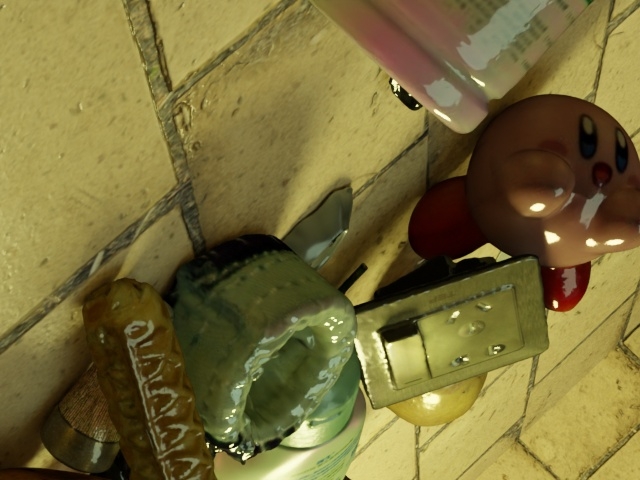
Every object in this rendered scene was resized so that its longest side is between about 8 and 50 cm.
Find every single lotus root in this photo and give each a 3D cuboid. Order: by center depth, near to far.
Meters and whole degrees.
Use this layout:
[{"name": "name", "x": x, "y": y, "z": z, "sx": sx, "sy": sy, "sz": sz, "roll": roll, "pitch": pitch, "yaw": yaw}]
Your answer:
[{"name": "lotus root", "x": 0.146, "y": 0.178, "z": 2.441, "sx": 0.183, "sy": 0.183, "sz": 0.310, "roll": -40, "pitch": 161, "yaw": -17}]

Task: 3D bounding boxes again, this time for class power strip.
[{"name": "power strip", "x": 0.157, "y": 0.101, "z": 2.201, "sx": 0.251, "sy": 0.092, "sz": 0.257, "roll": -23, "pitch": 148, "yaw": -4}]

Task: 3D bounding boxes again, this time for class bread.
[{"name": "bread", "x": -0.162, "y": 0.199, "z": 1.745, "sx": 0.077, "sy": 0.084, "sz": 0.367, "roll": -52, "pitch": 136, "yaw": -51}]

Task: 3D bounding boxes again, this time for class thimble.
[{"name": "thimble", "x": -0.078, "y": 0.110, "z": 1.853, "sx": 0.237, "sy": 0.150, "sz": 0.237, "roll": -41, "pitch": 152, "yaw": -28}]

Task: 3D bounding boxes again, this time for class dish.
[{"name": "dish", "x": 0.000, "y": 0.000, "z": 1.983, "sx": 0.137, "sy": 0.039, "sz": 0.091, "roll": -48, "pitch": 161, "yaw": 9}]

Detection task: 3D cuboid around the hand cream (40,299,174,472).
[{"name": "hand cream", "x": -0.214, "y": 0.141, "z": 1.781, "sx": 0.084, "sy": 0.084, "sz": 0.203, "roll": -8, "pitch": 131, "yaw": -61}]

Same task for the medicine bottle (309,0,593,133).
[{"name": "medicine bottle", "x": 0.158, "y": -0.274, "z": 1.488, "sx": 0.325, "sy": 0.212, "sz": 0.212, "roll": -48, "pitch": 161, "yaw": 6}]

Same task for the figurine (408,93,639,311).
[{"name": "figurine", "x": 0.284, "y": -0.074, "z": 2.186, "sx": 0.261, "sy": 0.269, "sz": 0.211, "roll": -40, "pitch": -145, "yaw": 53}]

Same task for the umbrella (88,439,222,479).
[{"name": "umbrella", "x": -0.236, "y": 0.303, "z": 1.983, "sx": 0.336, "sy": 0.128, "sz": 0.154, "roll": -41, "pitch": 163, "yaw": -5}]

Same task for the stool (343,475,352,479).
[{"name": "stool", "x": -0.008, "y": 0.436, "z": 2.654, "sx": 0.179, "sy": 0.179, "sz": 0.264, "roll": -45, "pitch": 162, "yaw": -4}]

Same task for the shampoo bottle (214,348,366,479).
[{"name": "shampoo bottle", "x": -0.035, "y": 0.221, "z": 2.194, "sx": 0.222, "sy": 0.151, "sz": 0.349, "roll": -26, "pitch": 156, "yaw": -20}]

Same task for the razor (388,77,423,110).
[{"name": "razor", "x": 0.137, "y": -0.203, "z": 1.833, "sx": 0.148, "sy": 0.054, "sz": 0.090, "roll": -38, "pitch": 160, "yaw": -19}]

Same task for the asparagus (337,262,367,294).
[{"name": "asparagus", "x": 0.007, "y": 0.089, "z": 2.221, "sx": 0.163, "sy": 0.016, "sz": 0.016, "roll": -51, "pitch": 151, "yaw": 19}]

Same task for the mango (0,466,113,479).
[{"name": "mango", "x": -0.280, "y": 0.313, "z": 1.801, "sx": 0.290, "sy": 0.191, "sz": 0.160, "roll": 1, "pitch": 94, "yaw": -62}]

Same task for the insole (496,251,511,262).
[{"name": "insole", "x": 0.291, "y": 0.040, "z": 2.744, "sx": 0.065, "sy": 0.004, "sz": 0.197, "roll": -37, "pitch": 159, "yaw": -25}]
